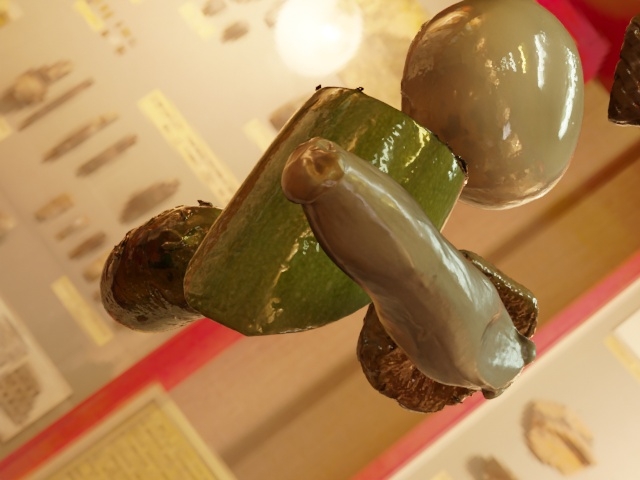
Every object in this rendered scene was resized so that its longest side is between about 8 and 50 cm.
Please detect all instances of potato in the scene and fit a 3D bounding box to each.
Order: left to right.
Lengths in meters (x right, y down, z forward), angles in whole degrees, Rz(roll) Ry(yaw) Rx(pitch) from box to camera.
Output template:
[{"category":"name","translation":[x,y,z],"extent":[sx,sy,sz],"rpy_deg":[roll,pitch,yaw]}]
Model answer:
[{"category":"potato","translation":[-0.177,0.035,1.700],"extent":[0.298,0.176,0.141],"rpy_deg":[-23,-106,59]}]

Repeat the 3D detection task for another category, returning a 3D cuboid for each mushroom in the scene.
[{"category":"mushroom","translation":[0.078,0.031,1.125],"extent":[0.109,0.097,0.351],"rpy_deg":[44,-3,42]}]

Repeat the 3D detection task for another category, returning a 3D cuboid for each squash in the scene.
[{"category":"squash","translation":[0.000,0.000,1.294],"extent":[0.189,0.260,0.189],"rpy_deg":[29,-15,9]}]

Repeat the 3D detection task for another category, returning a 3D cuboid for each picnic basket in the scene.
[{"category":"picnic basket","translation":[0.321,-0.160,1.322],"extent":[0.055,0.193,0.110],"rpy_deg":[15,-75,18]}]

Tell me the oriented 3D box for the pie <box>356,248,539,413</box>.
[{"category":"pie","translation":[0.123,0.095,1.376],"extent":[0.046,0.195,0.195],"rpy_deg":[59,-7,48]}]

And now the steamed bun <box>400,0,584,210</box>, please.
[{"category":"steamed bun","translation":[0.268,-0.202,2.028],"extent":[0.206,0.324,0.324],"rpy_deg":[4,-46,34]}]
